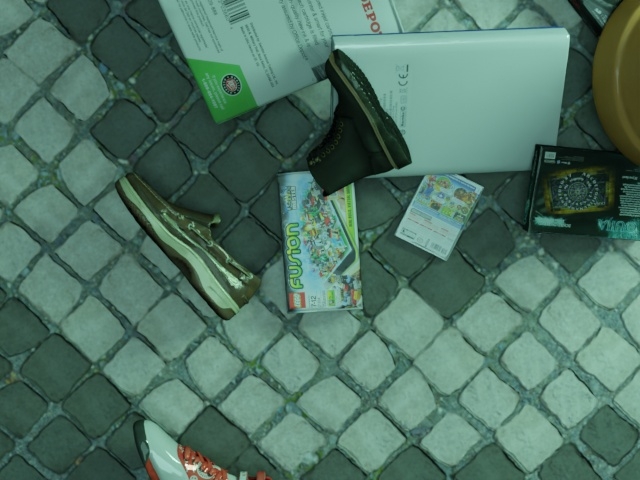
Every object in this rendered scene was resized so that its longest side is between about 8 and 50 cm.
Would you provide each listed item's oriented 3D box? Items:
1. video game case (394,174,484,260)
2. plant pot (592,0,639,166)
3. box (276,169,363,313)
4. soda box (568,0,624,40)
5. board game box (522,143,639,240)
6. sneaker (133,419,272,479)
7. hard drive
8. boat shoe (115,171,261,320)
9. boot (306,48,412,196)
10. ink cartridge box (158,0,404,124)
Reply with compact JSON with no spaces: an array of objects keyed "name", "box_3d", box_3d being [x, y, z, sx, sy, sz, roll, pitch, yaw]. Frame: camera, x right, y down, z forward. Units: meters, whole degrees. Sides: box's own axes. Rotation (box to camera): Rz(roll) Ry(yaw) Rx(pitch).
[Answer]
[{"name":"video game case","box_3d":[0.173,-0.043,1.776,0.087,0.011,0.122,27,96,-1]},{"name":"plant pot","box_3d":[0.537,-0.220,1.619,0.291,0.203,0.291,-2,98,-12]},{"name":"box","box_3d":[0.000,0.000,1.772,0.114,0.036,0.207,-4,96,2]},{"name":"soda box","box_3d":[0.373,-0.359,1.713,0.053,0.060,0.169,-40,94,1]},{"name":"board game box","box_3d":[0.386,-0.067,1.732,0.186,0.026,0.126,5,102,-14]},{"name":"sneaker","box_3d":[-0.155,0.353,1.788,0.145,0.090,0.270,-28,98,3]},{"name":"hard drive","box_3d":[0.174,-0.189,1.684,0.319,0.040,0.210,-3,123,-6]},{"name":"boat shoe","box_3d":[-0.186,-0.008,1.758,0.095,0.095,0.257,-41,99,-9]},{"name":"boot","box_3d":[0.021,-0.147,1.626,0.137,0.077,0.198,-25,122,15]},{"name":"ink cartridge box","box_3d":[-0.055,-0.320,1.668,0.289,0.121,0.211,-21,119,3]}]
